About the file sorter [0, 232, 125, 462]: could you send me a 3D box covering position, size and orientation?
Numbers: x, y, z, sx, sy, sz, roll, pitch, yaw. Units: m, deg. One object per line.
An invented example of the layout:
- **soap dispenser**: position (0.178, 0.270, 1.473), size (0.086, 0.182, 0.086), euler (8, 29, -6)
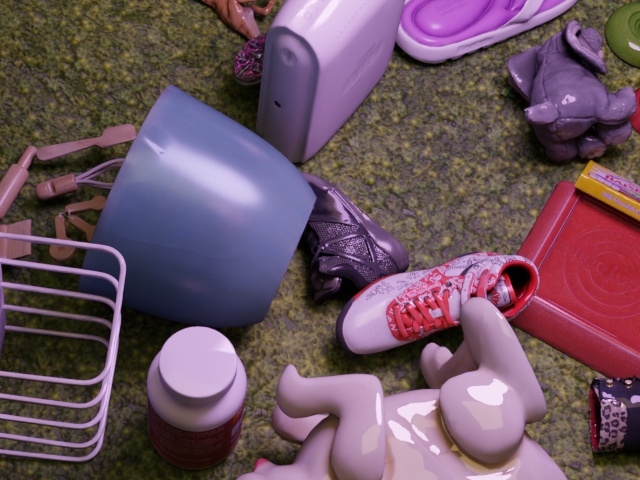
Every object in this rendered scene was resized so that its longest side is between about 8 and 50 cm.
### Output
- **file sorter**: position (-0.336, 0.138, 1.593), size (0.173, 0.277, 0.193), euler (8, 60, -7)

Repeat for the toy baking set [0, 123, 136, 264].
- **toy baking set**: position (-0.358, -0.063, 1.817), size (0.197, 0.030, 0.256), euler (11, 58, 16)

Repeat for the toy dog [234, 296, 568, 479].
- **toy dog**: position (0.067, 0.318, 1.570), size (0.408, 0.284, 0.395), euler (-25, 84, -18)

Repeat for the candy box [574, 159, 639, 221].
- **candy box**: position (0.470, -0.050, 1.901), size (0.206, 0.027, 0.105), euler (29, 20, 9)

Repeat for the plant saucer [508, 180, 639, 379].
- **plant saucer**: position (0.406, 0.053, 1.857), size (0.258, 0.048, 0.259), euler (29, 62, 10)

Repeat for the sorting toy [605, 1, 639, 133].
- **sorting toy**: position (0.525, -0.331, 2.042), size (0.127, 0.126, 0.365), euler (-3, 62, -8)

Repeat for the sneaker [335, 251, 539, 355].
- **sneaker**: position (0.160, 0.081, 1.737), size (0.270, 0.145, 0.090), euler (-21, 101, -24)

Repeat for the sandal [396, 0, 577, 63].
- **sandal**: position (0.295, -0.408, 2.070), size (0.416, 0.102, 0.169), euler (-37, 71, -24)

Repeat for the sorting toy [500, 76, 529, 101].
- **sorting toy**: position (0.320, -0.235, 2.027), size (0.083, 0.012, 0.062), euler (-33, 70, -23)

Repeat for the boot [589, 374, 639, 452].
- **boot**: position (0.452, 0.178, 1.737), size (0.178, 0.085, 0.236), euler (4, 88, -2)

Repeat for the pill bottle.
- **pill bottle**: position (-0.152, 0.192, 1.614), size (0.121, 0.216, 0.121), euler (3, 61, -5)

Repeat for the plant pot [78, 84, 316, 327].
- **plant pot**: position (-0.146, -0.020, 1.706), size (0.235, 0.293, 0.293), euler (24, 61, -2)

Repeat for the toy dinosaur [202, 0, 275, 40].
- **toy dinosaur**: position (-0.119, -0.344, 2.021), size (0.112, 0.064, 0.211), euler (-43, 71, 4)

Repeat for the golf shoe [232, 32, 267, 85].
- **golf shoe**: position (-0.060, -0.278, 1.962), size (0.067, 0.086, 0.186), euler (41, 59, 14)

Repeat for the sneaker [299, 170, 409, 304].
- **sneaker**: position (0.000, 0.000, 1.814), size (0.227, 0.087, 0.130), euler (41, 58, 10)

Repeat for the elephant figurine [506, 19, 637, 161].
- **elephant figurine**: position (0.364, -0.249, 1.963), size (0.169, 0.186, 0.239), euler (-12, 62, 3)

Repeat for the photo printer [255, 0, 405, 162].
- **photo printer**: position (0.020, -0.282, 1.849), size (0.107, 0.307, 0.256), euler (33, 62, 12)
